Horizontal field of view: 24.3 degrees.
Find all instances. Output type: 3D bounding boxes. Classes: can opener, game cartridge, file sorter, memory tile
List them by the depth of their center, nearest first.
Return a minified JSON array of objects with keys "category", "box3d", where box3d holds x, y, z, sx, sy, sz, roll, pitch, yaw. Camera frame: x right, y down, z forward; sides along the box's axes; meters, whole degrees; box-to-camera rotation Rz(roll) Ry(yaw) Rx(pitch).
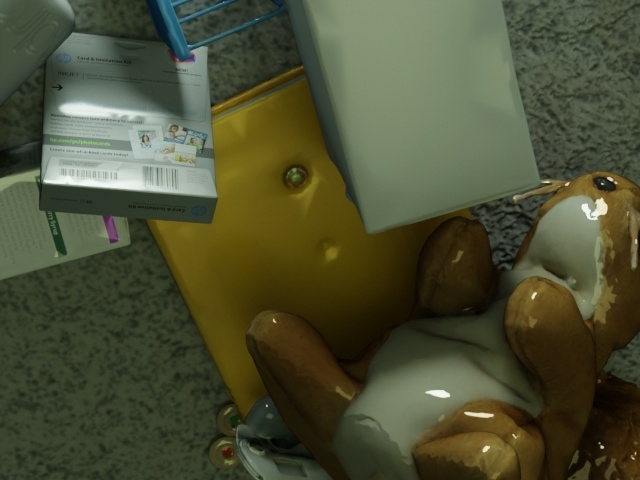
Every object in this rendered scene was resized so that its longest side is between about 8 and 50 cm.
[{"category":"file sorter","box3d":[-0.112,-0.258,1.258,0.105,0.118,0.170,-22,113,-6]},{"category":"game cartridge","box3d":[0.000,0.000,1.406,0.285,0.052,0.323,-25,115,-6]},{"category":"can opener","box3d":[0.047,0.205,1.438,0.283,0.076,0.095,12,121,-33]},{"category":"memory tile","box3d":[-0.034,0.188,1.491,0.148,0.012,0.113,10,107,-16]}]

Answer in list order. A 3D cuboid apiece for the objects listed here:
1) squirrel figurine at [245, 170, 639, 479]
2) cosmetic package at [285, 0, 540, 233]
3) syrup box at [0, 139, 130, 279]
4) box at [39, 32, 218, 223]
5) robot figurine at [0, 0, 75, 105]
[{"category":"squirrel figurine","box3d":[0.194,0.132,1.364,0.370,0.281,0.397,-43,133,-25]},{"category":"cosmetic package","box3d":[0.044,-0.224,1.189,0.156,0.217,0.385,-18,114,-1]},{"category":"syrup box","box3d":[-0.294,-0.020,1.316,0.237,0.093,0.096,-15,111,-7]},{"category":"box","box3d":[-0.165,-0.099,1.270,0.145,0.186,0.038,4,139,-14]},{"category":"robot figurine","box3d":[-0.339,-0.166,1.180,0.353,0.200,0.300,-46,150,-3]}]
